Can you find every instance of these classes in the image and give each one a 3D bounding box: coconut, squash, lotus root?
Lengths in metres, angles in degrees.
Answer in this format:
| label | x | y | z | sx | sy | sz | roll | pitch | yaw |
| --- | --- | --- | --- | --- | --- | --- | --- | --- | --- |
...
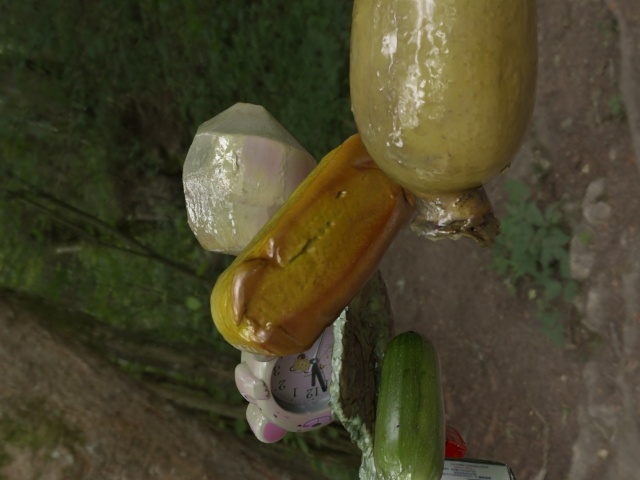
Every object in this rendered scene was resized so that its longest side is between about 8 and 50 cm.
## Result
| label | x | y | z | sx | sy | sz | roll | pitch | yaw |
| --- | --- | --- | --- | --- | --- | --- | --- | --- | --- |
| coconut | -0.102 | -0.089 | 1.135 | 0.237 | 0.197 | 0.237 | -175 | 90 | -90 |
| squash | 0.093 | 0.172 | 0.783 | 0.069 | 0.069 | 0.239 | -50 | 11 | 25 |
| lotus root | 0.087 | -0.146 | 0.559 | 0.146 | 0.130 | 0.303 | -110 | 20 | -75 |

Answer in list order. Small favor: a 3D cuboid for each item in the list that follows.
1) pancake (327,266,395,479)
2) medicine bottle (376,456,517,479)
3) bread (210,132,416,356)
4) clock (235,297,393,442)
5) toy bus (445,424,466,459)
| label | x | y | z | sx | sy | sz | roll | pitch | yaw |
| --- | --- | --- | --- | --- | --- | --- | --- | --- | --- |
| pancake | 0.062 | 0.171 | 0.996 | 0.054 | 0.377 | 0.197 | -1 | 17 | 26 |
| medicine bottle | 0.146 | 0.363 | 0.991 | 0.052 | 0.171 | 0.201 | -89 | 7 | -57 |
| bread | 0.000 | 0.000 | 0.707 | 0.245 | 0.102 | 0.094 | -49 | 17 | -24 |
| clock | -0.017 | 0.216 | 1.391 | 0.114 | 0.284 | 0.309 | 45 | 140 | 51 |
| toy bus | 0.138 | 0.359 | 1.111 | 0.081 | 0.089 | 0.195 | -115 | 47 | -80 |
